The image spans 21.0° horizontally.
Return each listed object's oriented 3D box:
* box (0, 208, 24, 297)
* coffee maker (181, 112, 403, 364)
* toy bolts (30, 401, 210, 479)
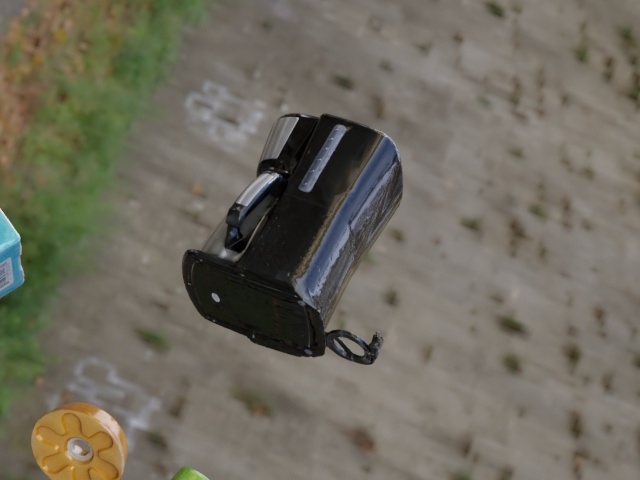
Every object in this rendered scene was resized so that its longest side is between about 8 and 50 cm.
[{"bbox_3d":[-0.322,-0.063,1.341,0.060,0.244,0.100,-33,166,-18],"label":"box"},{"bbox_3d":[0.000,0.000,1.411,0.178,0.171,0.120,-58,180,-31],"label":"coffee maker"},{"bbox_3d":[-0.243,0.302,1.704,0.228,0.218,0.158,-45,-174,33],"label":"toy bolts"}]
